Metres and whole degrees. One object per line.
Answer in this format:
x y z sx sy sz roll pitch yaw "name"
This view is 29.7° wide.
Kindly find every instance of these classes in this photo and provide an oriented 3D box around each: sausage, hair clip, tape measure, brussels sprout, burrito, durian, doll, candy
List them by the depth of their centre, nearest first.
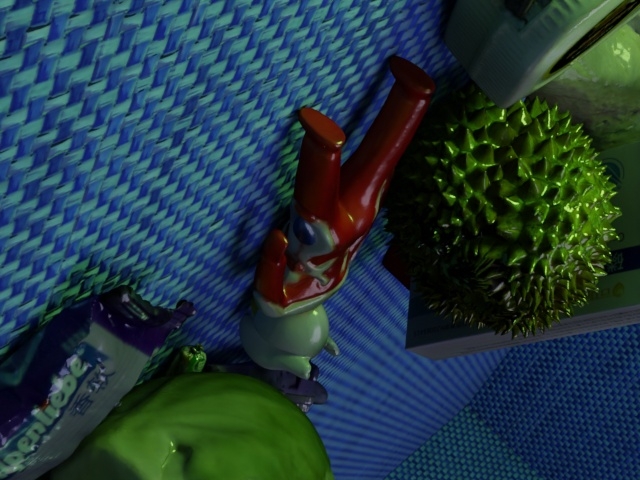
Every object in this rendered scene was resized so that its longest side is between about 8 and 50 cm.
-0.220 0.131 0.954 0.275 0.070 0.145 -42 158 0 "candy"
0.244 -0.260 1.086 0.271 0.133 0.231 -36 173 -10 "tape measure"
-0.130 0.262 1.120 0.354 0.289 0.282 39 50 -70 "brussels sprout"
0.000 0.000 1.179 0.188 0.099 0.384 -32 152 -40 "doll"
0.187 -0.035 1.264 0.224 0.291 0.291 -37 162 -14 "durian"
-0.178 0.195 1.283 0.033 0.033 0.269 -28 156 -49 "sausage"
0.312 -0.193 1.336 0.190 0.135 0.332 -42 149 10 "burrito"
-0.059 0.164 1.380 0.278 0.137 0.090 -15 109 -63 "hair clip"

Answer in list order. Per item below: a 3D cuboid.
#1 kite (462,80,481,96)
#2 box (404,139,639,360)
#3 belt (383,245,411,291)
0.221 -0.211 1.365 0.245 0.015 0.141 -50 164 18 "kite"
0.251 0.019 1.411 0.343 0.200 0.065 -17 147 43 "box"
0.188 0.023 1.652 0.201 0.124 0.128 -26 156 -50 "belt"
